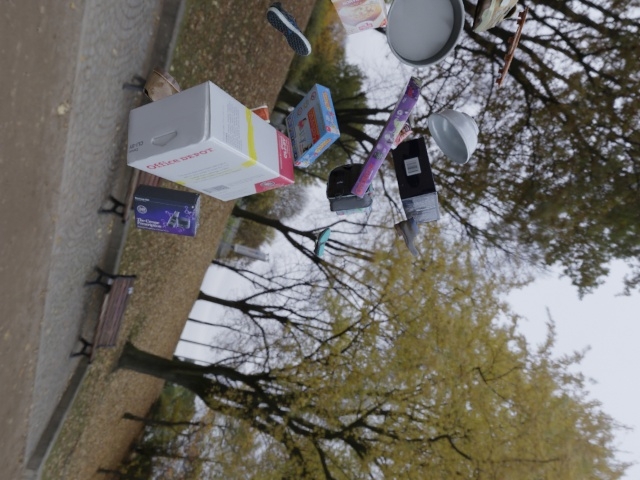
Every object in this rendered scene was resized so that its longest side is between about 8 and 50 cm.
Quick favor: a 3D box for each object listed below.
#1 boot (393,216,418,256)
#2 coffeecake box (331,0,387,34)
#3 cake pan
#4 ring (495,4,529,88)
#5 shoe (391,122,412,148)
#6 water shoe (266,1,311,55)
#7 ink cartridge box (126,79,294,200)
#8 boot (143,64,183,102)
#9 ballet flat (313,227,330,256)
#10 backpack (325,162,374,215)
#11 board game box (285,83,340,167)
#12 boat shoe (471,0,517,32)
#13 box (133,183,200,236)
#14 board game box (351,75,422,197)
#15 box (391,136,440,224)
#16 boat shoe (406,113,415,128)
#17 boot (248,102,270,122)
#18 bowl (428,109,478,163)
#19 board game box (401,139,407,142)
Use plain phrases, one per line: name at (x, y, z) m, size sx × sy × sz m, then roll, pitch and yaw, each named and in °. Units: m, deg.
boot at (0.475, -0.017, 2.073) m, size 0.106 × 0.219 × 0.082 m, roll -31°, pitch -158°, yaw 15°
coffeecake box at (0.126, -0.775, 1.317) m, size 0.143 × 0.185 × 0.068 m, roll -4°, pitch -106°, yaw 23°
cake pan at (0.377, -0.796, 1.488) m, size 0.293 × 0.293 × 0.054 m, roll -62°, pitch -160°, yaw 25°
ring at (0.831, -0.842, 1.771) m, size 0.336 × 0.032 × 0.336 m, roll 17°, pitch 90°, yaw -76°
shoe at (0.299, -0.409, 1.549) m, size 0.081 × 0.063 × 0.178 m, roll -35°, pitch -170°, yaw 29°
water shoe at (-0.099, -0.759, 1.446) m, size 0.073 × 0.203 × 0.080 m, roll -7°, pitch -127°, yaw 47°
ink cartridge box at (-0.291, -0.255, 1.144) m, size 0.279 × 0.385 × 0.160 m, roll -9°, pitch -102°, yaw 25°
boot at (-0.559, -0.531, 1.553) m, size 0.115 × 0.112 × 0.305 m, roll -55°, pitch 159°, yaw -2°
ballet flat at (0.000, 0.000, 2.315) m, size 0.074 × 0.074 × 0.203 m, roll -98°, pitch -159°, yaw -55°
backpack at (0.145, -0.253, 1.960) m, size 0.191 × 0.225 × 0.253 m, roll 68°, pitch 18°, yaw -51°
board game box at (-0.050, -0.592, 2.113) m, size 0.302 × 0.086 × 0.308 m, roll -33°, pitch -120°, yaw 45°
boat shoe at (0.335, -0.437, 0.772) m, size 0.190 × 0.072 × 0.068 m, roll -56°, pitch 151°, yaw -66°
box at (-0.681, -0.132, 1.805) m, size 0.103 × 0.261 × 0.184 m, roll -92°, pitch -167°, yaw -54°
board game box at (0.204, -0.319, 1.261) m, size 0.208 × 0.056 × 0.346 m, roll -71°, pitch -172°, yaw -52°
box at (0.501, -0.300, 2.126) m, size 0.312 × 0.179 × 0.343 m, roll 49°, pitch 32°, yaw -60°
boat shoe at (0.418, -0.618, 2.002) m, size 0.065 × 0.075 × 0.206 m, roll -20°, pitch -136°, yaw 22°
boot at (-0.280, -0.484, 1.617) m, size 0.059 × 0.158 × 0.084 m, roll -54°, pitch 129°, yaw -76°
bowl at (0.677, -0.536, 1.997) m, size 0.134 × 0.297 × 0.298 m, roll -37°, pitch -159°, yaw -1°
board game box at (0.444, -0.561, 2.335) m, size 0.039 × 0.124 × 0.259 m, roll -66°, pitch 171°, yaw 12°
